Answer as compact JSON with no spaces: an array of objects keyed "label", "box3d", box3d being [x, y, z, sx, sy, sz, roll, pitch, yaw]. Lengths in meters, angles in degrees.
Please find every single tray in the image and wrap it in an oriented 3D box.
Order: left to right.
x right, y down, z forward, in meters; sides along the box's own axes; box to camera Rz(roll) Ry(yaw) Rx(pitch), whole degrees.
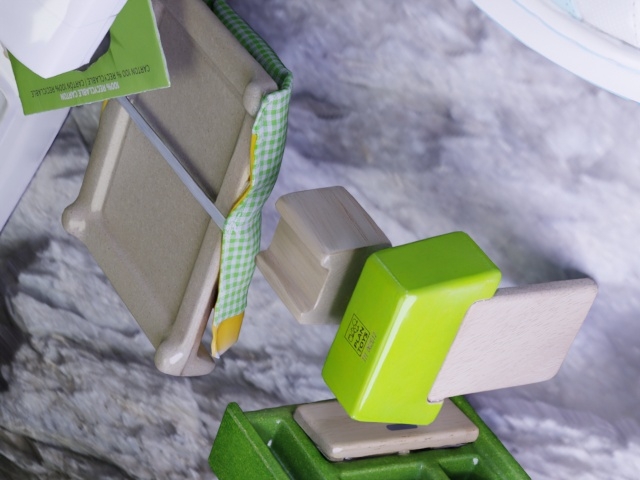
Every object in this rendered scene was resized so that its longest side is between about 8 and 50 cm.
[{"label":"tray","box3d":[-0.259,-0.092,1.242,0.145,0.030,0.270,52,148,5]}]

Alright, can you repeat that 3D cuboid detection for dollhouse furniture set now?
[{"label":"dollhouse furniture set","box3d":[0.000,0.000,0.956,0.301,0.151,0.197,51,132,39]}]

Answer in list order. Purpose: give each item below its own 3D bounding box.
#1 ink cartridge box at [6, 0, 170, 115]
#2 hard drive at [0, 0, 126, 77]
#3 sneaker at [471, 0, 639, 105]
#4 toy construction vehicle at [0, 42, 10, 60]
[{"label":"ink cartridge box","box3d":[-0.193,-0.187,0.953,0.189,0.097,0.255,-3,104,55]},{"label":"hard drive","box3d":[-0.108,-0.272,0.740,0.233,0.047,0.353,47,128,11]},{"label":"sneaker","box3d":[0.170,-0.121,0.561,0.319,0.127,0.208,36,147,11]},{"label":"toy construction vehicle","box3d":[-0.210,-0.164,1.087,0.086,0.035,0.098,23,126,34]}]
